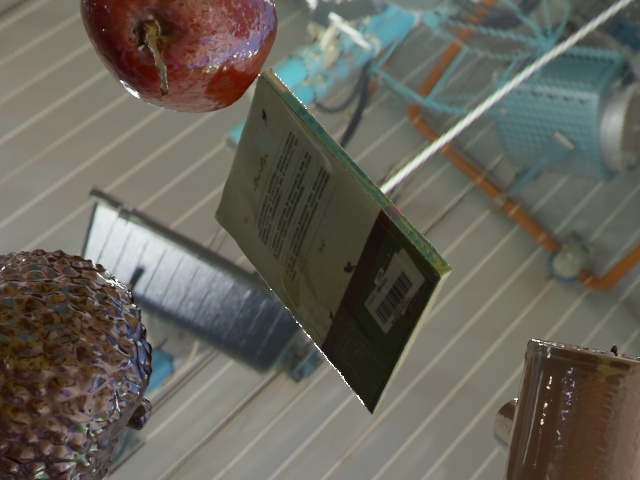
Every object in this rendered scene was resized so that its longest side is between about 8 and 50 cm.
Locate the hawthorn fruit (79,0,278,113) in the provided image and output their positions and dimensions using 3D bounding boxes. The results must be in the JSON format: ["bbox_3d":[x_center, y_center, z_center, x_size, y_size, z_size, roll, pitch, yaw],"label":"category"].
[{"bbox_3d":[-0.123,-0.174,1.012,0.163,0.162,0.203,39,-163,3],"label":"hawthorn fruit"}]

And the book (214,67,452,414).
[{"bbox_3d":[0.000,0.000,1.210,0.026,0.201,0.289,-17,-125,-34],"label":"book"}]

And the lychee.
[{"bbox_3d":[-0.202,0.095,0.862,0.194,0.194,0.194,10,-122,-17],"label":"lychee"}]

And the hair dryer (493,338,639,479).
[{"bbox_3d":[0.103,0.098,0.560,0.064,0.182,0.117,10,-90,0],"label":"hair dryer"}]
